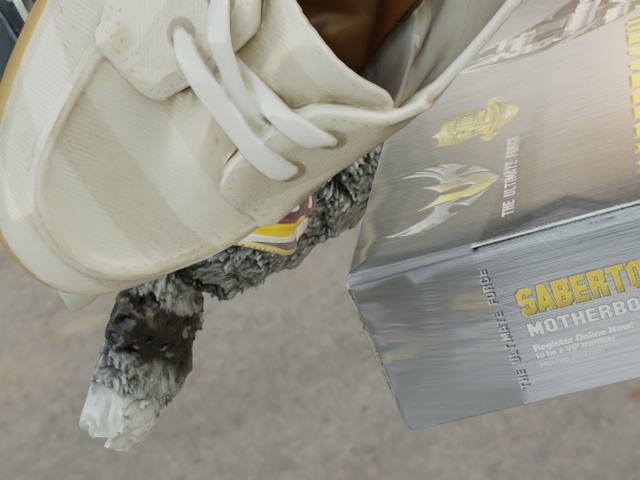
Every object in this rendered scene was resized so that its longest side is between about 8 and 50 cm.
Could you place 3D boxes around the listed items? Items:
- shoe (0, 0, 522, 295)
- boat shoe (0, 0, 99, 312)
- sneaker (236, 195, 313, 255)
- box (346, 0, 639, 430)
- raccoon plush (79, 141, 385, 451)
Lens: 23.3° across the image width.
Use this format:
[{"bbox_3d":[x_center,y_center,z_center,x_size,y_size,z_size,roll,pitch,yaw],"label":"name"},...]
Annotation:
[{"bbox_3d":[0.007,-0.069,0.328,0.219,0.076,0.058,-46,18,8],"label":"shoe"},{"bbox_3d":[-0.127,-0.091,0.637,0.079,0.254,0.095,-29,18,-11],"label":"boat shoe"},{"bbox_3d":[-0.031,-0.048,1.073,0.069,0.084,0.185,12,13,-6],"label":"sneaker"},{"bbox_3d":[0.115,-0.041,0.511,0.183,0.056,0.231,-15,23,17],"label":"box"},{"bbox_3d":[0.000,0.000,1.380,0.299,0.446,0.216,18,7,0],"label":"raccoon plush"}]
